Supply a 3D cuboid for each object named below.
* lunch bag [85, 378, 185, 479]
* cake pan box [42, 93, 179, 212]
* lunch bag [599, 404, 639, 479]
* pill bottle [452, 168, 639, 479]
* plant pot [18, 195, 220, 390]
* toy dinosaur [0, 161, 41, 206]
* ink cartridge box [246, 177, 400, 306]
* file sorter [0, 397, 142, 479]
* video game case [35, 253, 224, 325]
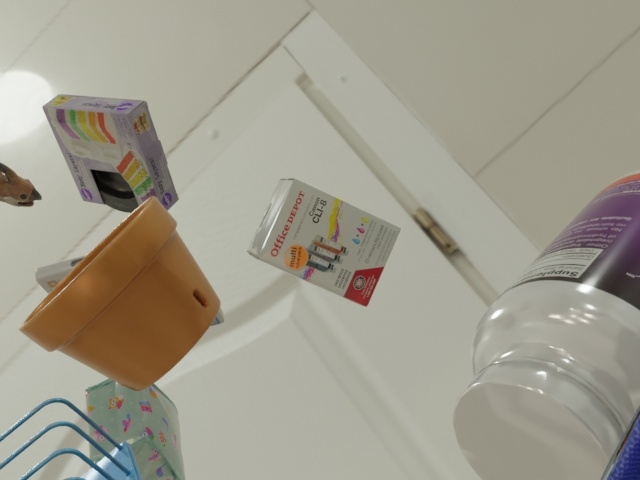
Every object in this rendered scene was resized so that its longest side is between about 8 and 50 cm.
[{"bbox_3d":[-0.372,0.431,1.627,0.160,0.223,0.262,-26,-48,1],"label":"lunch bag"},{"bbox_3d":[-0.452,-0.184,1.680,0.070,0.245,0.267,-52,-37,-41],"label":"cake pan box"},{"bbox_3d":[0.303,0.060,0.247,0.239,0.328,0.385,-7,-55,-55],"label":"lunch bag"},{"bbox_3d":[0.247,0.076,0.641,0.323,0.181,0.181,-37,-19,-39],"label":"pill bottle"},{"bbox_3d":[-0.299,0.101,1.233,0.291,0.203,0.291,-41,13,11],"label":"plant pot"},{"bbox_3d":[-0.495,-0.066,0.883,0.295,0.127,0.200,-13,-7,-33],"label":"toy dinosaur"},{"bbox_3d":[0.000,0.000,1.134,0.128,0.176,0.127,-66,13,-2],"label":"ink cartridge box"},{"bbox_3d":[-0.217,0.229,0.638,0.118,0.170,0.104,-39,-59,-6],"label":"file sorter"},{"bbox_3d":[-0.398,0.124,1.672,0.300,0.036,0.329,-15,-37,3],"label":"video game case"}]
